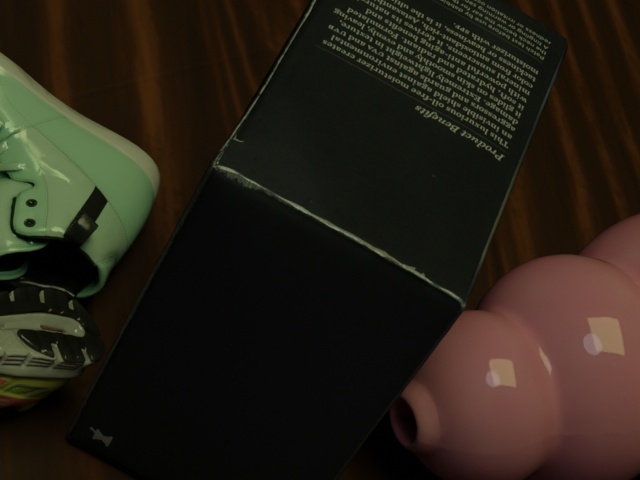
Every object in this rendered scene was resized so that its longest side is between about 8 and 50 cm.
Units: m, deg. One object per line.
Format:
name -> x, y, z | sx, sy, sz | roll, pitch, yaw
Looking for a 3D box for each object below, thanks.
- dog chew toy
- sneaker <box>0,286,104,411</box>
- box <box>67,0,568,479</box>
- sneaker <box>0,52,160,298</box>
dog chew toy -> 0.202, 0.094, 1.312 | 0.332, 0.206, 0.206 | -13, 58, -28
sneaker -> -0.242, 0.075, 1.131 | 0.208, 0.094, 0.081 | 16, 40, -41
box -> 0.000, 0.000, 1.208 | 0.183, 0.296, 0.294 | 30, 44, -2
sneaker -> -0.245, -0.054, 1.262 | 0.256, 0.094, 0.151 | 27, 37, -8
